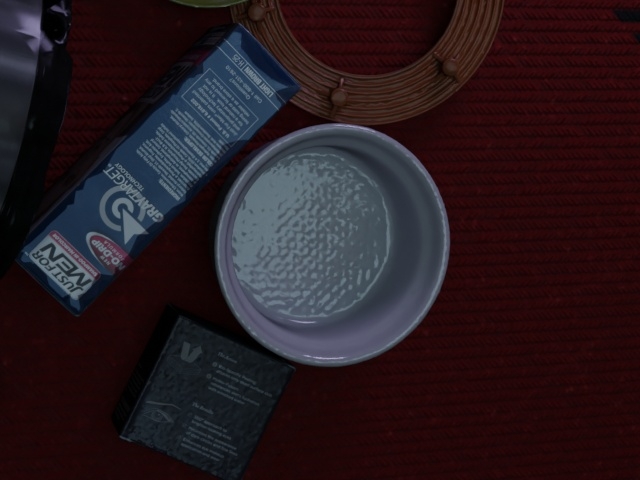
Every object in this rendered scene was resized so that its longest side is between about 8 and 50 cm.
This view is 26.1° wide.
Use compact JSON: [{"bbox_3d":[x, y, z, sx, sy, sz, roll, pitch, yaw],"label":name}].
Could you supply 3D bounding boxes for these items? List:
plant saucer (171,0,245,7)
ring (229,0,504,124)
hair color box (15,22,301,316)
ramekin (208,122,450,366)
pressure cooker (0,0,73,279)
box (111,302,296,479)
[{"bbox_3d":[-0.128,-0.385,1.572,0.241,0.037,0.241,0,96,-3],"label":"plant saucer"},{"bbox_3d":[0.058,-0.304,1.632,0.337,0.032,0.336,-1,97,-7],"label":"ring"},{"bbox_3d":[-0.193,-0.084,1.535,0.347,0.174,0.105,-47,105,-7],"label":"hair color box"},{"bbox_3d":[0.000,0.000,1.619,0.277,0.135,0.277,-2,97,-15],"label":"ramekin"},{"bbox_3d":[-0.487,-0.154,1.326,0.420,0.370,0.375,14,60,-28],"label":"pressure cooker"},{"bbox_3d":[-0.139,0.180,1.622,0.156,0.093,0.158,27,90,-17],"label":"box"}]
